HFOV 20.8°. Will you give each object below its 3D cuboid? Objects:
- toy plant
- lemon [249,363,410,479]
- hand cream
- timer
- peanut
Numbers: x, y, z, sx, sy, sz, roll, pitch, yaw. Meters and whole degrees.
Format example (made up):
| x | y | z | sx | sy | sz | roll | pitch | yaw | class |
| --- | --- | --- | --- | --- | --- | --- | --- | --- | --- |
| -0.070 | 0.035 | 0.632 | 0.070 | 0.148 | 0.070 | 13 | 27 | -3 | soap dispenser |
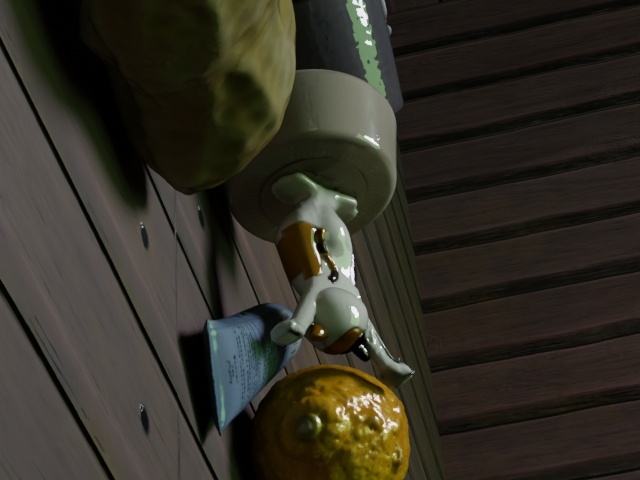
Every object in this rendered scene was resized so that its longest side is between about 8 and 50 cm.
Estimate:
| x | y | z | sx | sy | sz | roll | pitch | yaw | class |
| --- | --- | --- | --- | --- | --- | --- | --- | --- | --- |
| -0.039 | -0.305 | 1.770 | 0.279 | 0.185 | 0.400 | -148 | -138 | -75 | toy plant |
| 0.007 | 0.177 | 1.519 | 0.187 | 0.142 | 0.142 | 42 | 37 | -70 | lemon |
| -0.062 | 0.093 | 1.469 | 0.271 | 0.058 | 0.091 | -32 | 118 | -79 | hand cream |
| 0.000 | 0.000 | 1.540 | 0.175 | 0.175 | 0.266 | 70 | 8 | -50 | timer |
| -0.093 | -0.173 | 1.216 | 0.340 | 0.158 | 0.174 | 70 | -1 | -62 | peanut |
